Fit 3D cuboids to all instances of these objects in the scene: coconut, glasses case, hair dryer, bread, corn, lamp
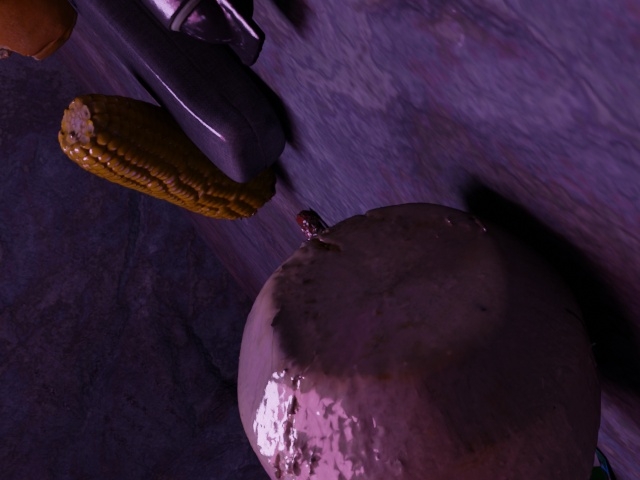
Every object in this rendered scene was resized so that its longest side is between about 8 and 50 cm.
[{"bbox_3d":[0.065,0.102,0.694,0.227,0.227,0.230,42,162,44],"label":"coconut"},{"bbox_3d":[-0.159,-0.196,1.054,0.323,0.074,0.131,48,171,14],"label":"glasses case"},{"bbox_3d":[-0.089,-0.213,0.646,0.195,0.078,0.248,48,167,-2],"label":"hair dryer"},{"bbox_3d":[-0.501,-0.403,1.542,0.344,0.195,0.148,56,-170,-42],"label":"bread"},{"bbox_3d":[-0.157,-0.092,1.158,0.106,0.106,0.305,45,-167,31],"label":"corn"},{"bbox_3d":[0.000,0.000,1.260,0.083,0.031,0.063,59,168,-28],"label":"lamp"}]

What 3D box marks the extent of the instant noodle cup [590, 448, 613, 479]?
[{"bbox_3d":[0.136,0.219,1.004,0.240,0.178,0.240,48,171,10],"label":"instant noodle cup"}]
